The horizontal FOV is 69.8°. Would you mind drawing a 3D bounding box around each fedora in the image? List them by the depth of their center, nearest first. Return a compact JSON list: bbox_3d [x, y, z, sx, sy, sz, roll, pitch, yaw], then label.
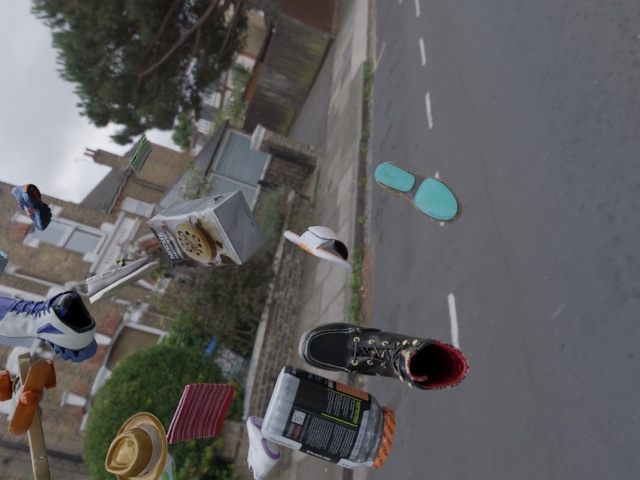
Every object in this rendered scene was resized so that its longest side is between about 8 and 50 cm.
[{"bbox_3d":[-0.474,0.533,1.151,0.079,0.194,0.195,26,-101,-60],"label":"fedora"}]

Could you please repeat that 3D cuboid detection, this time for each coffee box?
[{"bbox_3d":[-0.321,-0.024,1.279,0.297,0.168,0.119,-6,28,38],"label":"coffee box"}]

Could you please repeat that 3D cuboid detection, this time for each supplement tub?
[{"bbox_3d":[0.020,0.464,1.194,0.193,0.315,0.194,-160,90,-90],"label":"supplement tub"}]

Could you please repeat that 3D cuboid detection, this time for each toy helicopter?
[{"bbox_3d":[-0.762,0.468,1.222,0.235,0.140,0.355,-44,62,46],"label":"toy helicopter"}]

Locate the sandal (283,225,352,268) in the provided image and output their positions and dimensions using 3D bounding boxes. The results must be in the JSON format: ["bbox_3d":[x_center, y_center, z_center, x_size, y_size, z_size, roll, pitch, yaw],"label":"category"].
[{"bbox_3d":[-0.008,-0.004,1.167,0.265,0.102,0.076,28,91,52],"label":"sandal"}]

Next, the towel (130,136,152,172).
[{"bbox_3d":[-0.643,-0.305,1.653,0.113,0.023,0.152,-66,14,-7],"label":"towel"}]

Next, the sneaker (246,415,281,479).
[{"bbox_3d":[-0.259,0.826,1.848,0.152,0.114,0.305,-60,21,3],"label":"sneaker"}]

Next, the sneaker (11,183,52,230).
[{"bbox_3d":[-1.142,-0.133,1.819,0.083,0.087,0.221,-79,-9,-52],"label":"sneaker"}]

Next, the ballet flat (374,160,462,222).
[{"bbox_3d":[0.319,-0.148,1.443,0.342,0.124,0.116,33,100,39],"label":"ballet flat"}]

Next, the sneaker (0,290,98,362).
[{"bbox_3d":[-0.767,0.204,1.293,0.127,0.315,0.182,-79,15,-60],"label":"sneaker"}]

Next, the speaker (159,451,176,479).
[{"bbox_3d":[-0.454,0.728,1.273,0.296,0.131,0.131,42,115,59],"label":"speaker"}]

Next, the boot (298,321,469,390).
[{"bbox_3d":[0.160,0.297,1.182,0.284,0.377,0.138,-14,63,66],"label":"boot"}]

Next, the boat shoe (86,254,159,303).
[{"bbox_3d":[-0.704,0.118,1.611,0.324,0.097,0.116,-28,-7,24],"label":"boat shoe"}]

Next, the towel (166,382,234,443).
[{"bbox_3d":[-0.408,0.598,1.598,0.275,0.031,0.199,38,-111,-62],"label":"towel"}]

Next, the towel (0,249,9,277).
[{"bbox_3d":[-0.831,0.126,0.986,0.374,0.090,0.321,18,84,36],"label":"towel"}]
